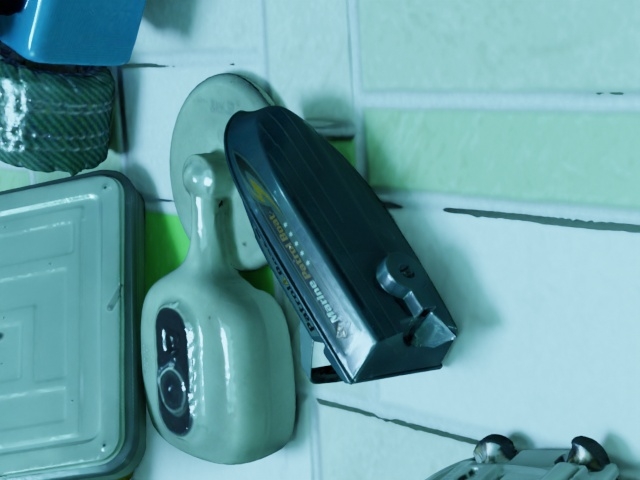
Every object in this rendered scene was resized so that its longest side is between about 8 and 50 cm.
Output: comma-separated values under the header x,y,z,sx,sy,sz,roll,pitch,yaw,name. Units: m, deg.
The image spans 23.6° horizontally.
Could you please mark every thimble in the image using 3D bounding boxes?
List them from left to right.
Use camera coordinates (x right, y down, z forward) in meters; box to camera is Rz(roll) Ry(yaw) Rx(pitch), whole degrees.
x,y,z,sx,sy,sz,roll,pitch,yaw,name
-0.239,-0.117,1.321,0.135,0.118,0.090,-135,52,-60,thimble

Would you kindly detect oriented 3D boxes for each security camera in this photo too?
x,y,z,sx,sy,sz,roll,pitch,yaw,name
-0.084,0.022,1.188,0.157,0.080,0.301,10,103,52,security camera

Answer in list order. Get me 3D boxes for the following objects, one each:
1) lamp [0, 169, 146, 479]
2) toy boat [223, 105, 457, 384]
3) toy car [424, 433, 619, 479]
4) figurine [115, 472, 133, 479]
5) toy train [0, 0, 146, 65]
x,y,z,sx,sy,sz,roll,pitch,yaw,name
-0.275,0.085,1.295,0.269,0.047,0.266,-11,66,15,lamp
0.000,0.000,1.053,0.103,0.093,0.246,-52,58,36,toy boat
0.125,0.188,0.936,0.139,0.112,0.112,-12,103,44,toy car
-0.276,0.145,1.392,0.192,0.167,0.256,135,121,-63,figurine
-0.277,-0.266,1.214,0.300,0.265,0.188,39,120,38,toy train
